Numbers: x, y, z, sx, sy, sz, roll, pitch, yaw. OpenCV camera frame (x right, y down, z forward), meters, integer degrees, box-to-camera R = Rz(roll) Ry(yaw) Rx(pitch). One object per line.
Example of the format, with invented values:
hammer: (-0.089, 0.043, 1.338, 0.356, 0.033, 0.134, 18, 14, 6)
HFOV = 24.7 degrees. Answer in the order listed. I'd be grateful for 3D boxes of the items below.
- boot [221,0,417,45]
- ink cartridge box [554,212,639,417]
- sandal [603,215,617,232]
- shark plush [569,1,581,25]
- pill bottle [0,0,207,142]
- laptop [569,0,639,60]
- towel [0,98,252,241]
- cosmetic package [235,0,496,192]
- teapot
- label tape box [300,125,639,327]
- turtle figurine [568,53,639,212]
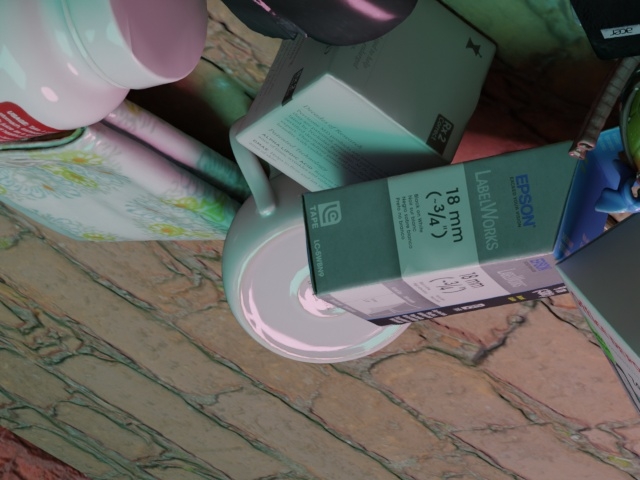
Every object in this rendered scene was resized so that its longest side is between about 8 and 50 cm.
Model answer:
boot: (-0.071, -0.288, 1.125, 0.445, 0.146, 0.367, 42, 174, -41)
ink cartridge box: (0.373, 0.103, 1.273, 0.270, 0.197, 0.198, 56, -179, -28)
sandal: (0.259, -0.019, 1.579, 0.180, 0.049, 0.072, 37, 149, -25)
shark plush: (0.234, -0.246, 1.187, 0.073, 0.067, 0.161, 23, 152, 1)
pill bottle: (-0.330, -0.211, 1.459, 0.407, 0.229, 0.229, -7, 141, 27)
laptop: (0.264, -0.279, 0.989, 0.234, 0.264, 0.136, -3, 169, 39)
towel: (-0.265, -0.077, 1.728, 0.320, 0.090, 0.374, 3, 165, 35)
cosmetic package: (0.043, -0.143, 1.415, 0.151, 0.151, 0.183, 33, 149, -18)
teapot: (0.000, 0.000, 1.675, 0.252, 0.187, 0.256, 8, 127, -11)
label tape box: (0.177, -0.007, 1.397, 0.333, 0.106, 0.240, -12, 167, 16)
turtle figurine: (0.338, -0.127, 1.124, 0.274, 0.266, 0.198, -18, 143, 30)
